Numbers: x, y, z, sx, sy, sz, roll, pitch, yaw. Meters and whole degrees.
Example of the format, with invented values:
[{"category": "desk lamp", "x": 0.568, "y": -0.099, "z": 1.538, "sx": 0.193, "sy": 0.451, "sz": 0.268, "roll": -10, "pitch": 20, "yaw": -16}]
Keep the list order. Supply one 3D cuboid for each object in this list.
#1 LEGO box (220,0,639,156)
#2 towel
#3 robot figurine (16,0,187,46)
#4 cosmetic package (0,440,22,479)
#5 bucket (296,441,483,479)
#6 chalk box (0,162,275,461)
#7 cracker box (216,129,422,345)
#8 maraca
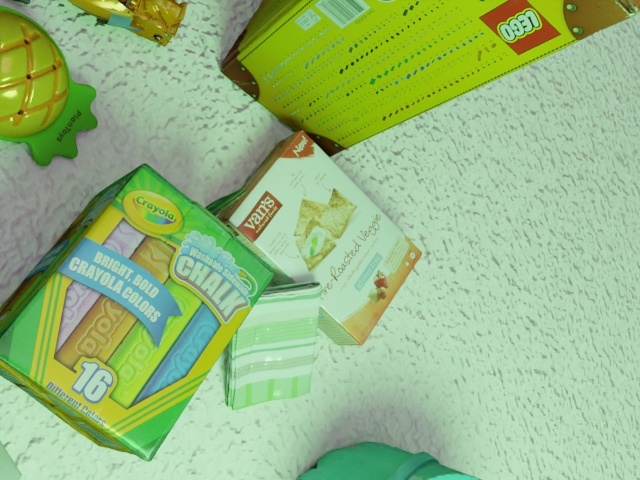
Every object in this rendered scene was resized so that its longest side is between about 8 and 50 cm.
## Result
[{"category": "LEGO box", "x": 0.140, "y": -0.340, "z": 0.856, "sx": 0.193, "sy": 0.500, "sz": 0.372, "roll": 37, "pitch": 67, "yaw": -19}, {"category": "towel", "x": -0.053, "y": 0.124, "z": 0.910, "sx": 0.113, "sy": 0.023, "sz": 0.151, "roll": -6, "pitch": 114, "yaw": -26}, {"category": "robot figurine", "x": -0.273, "y": -0.350, "z": 0.861, "sx": 0.291, "sy": 0.085, "sz": 0.211, "roll": 24, "pitch": 71, "yaw": -25}, {"category": "cosmetic package", "x": -0.392, "y": 0.174, "z": 0.618, "sx": 0.138, "sy": 0.224, "sz": 0.224, "roll": -27, "pitch": 98, "yaw": 8}, {"category": "bucket", "x": 0.094, "y": 0.378, "z": 0.903, "sx": 0.281, "sy": 0.183, "sz": 0.281, "roll": 5, "pitch": 80, "yaw": -29}, {"category": "chalk box", "x": -0.185, "y": 0.047, "z": 0.799, "sx": 0.179, "sy": 0.180, "sz": 0.289, "roll": 41, "pitch": 64, "yaw": -19}, {"category": "cracker box", "x": 0.000, "y": 0.000, "z": 0.974, "sx": 0.232, "sy": 0.067, "sz": 0.155, "roll": 43, "pitch": 65, "yaw": -17}, {"category": "maraca", "x": -0.309, "y": -0.158, "z": 0.809, "sx": 0.185, "sy": 0.099, "sz": 0.127, "roll": 45, "pitch": 70, "yaw": -44}]
